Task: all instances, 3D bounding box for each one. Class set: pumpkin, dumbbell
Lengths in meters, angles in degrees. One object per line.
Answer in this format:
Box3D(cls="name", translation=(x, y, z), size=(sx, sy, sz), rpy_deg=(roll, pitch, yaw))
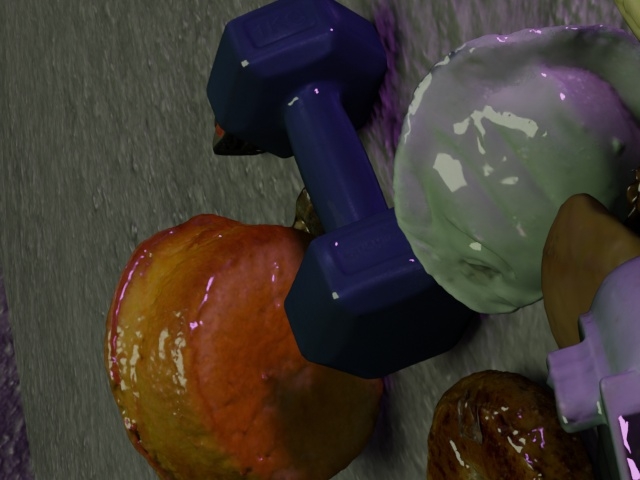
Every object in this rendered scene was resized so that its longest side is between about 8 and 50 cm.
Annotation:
Box3D(cls="pumpkin", translation=(0.001, 0.000, 1.408), size=(0.073, 0.035, 0.101), rpy_deg=(57, 146, 22))
Box3D(cls="dumbbell", translation=(0.016, -0.050, 1.227), size=(0.160, 0.144, 0.325), rpy_deg=(116, 144, -46))

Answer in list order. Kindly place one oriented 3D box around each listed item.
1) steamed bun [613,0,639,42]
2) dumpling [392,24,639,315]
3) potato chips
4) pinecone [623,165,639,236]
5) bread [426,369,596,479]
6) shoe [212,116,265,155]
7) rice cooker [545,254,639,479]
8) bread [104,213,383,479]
Box3D(cls="steamed bun", translation=(0.240, -0.197, 0.675), size=(0.232, 0.166, 0.273), rpy_deg=(-106, 29, -54))
Box3D(cls="dumpling", translation=(0.134, -0.051, 0.976), size=(0.152, 0.108, 0.219), rpy_deg=(37, 117, 15))
Box3D(cls="potato chips", translation=(0.182, 0.075, 0.855), size=(0.195, 0.062, 0.208), rpy_deg=(51, 170, 54))
Box3D(cls="pinecone", translation=(0.224, -0.012, 0.832), size=(0.109, 0.102, 0.102), rpy_deg=(48, 145, 12))
Box3D(cls="bread", translation=(0.140, 0.180, 1.087), size=(0.193, 0.064, 0.193), rpy_deg=(38, 133, 56))
Box3D(cls="shoe", translation=(-0.063, -0.144, 1.486), size=(0.194, 0.074, 0.077), rpy_deg=(142, 126, -65))
Box3D(cls="rice cooker", translation=(0.246, 0.100, 0.555), size=(0.317, 0.316, 0.264), rpy_deg=(117, 154, -49))
Box3D(cls="bread", translation=(-0.065, 0.106, 1.313), size=(0.145, 0.268, 0.268), rpy_deg=(-8, 86, 51))
